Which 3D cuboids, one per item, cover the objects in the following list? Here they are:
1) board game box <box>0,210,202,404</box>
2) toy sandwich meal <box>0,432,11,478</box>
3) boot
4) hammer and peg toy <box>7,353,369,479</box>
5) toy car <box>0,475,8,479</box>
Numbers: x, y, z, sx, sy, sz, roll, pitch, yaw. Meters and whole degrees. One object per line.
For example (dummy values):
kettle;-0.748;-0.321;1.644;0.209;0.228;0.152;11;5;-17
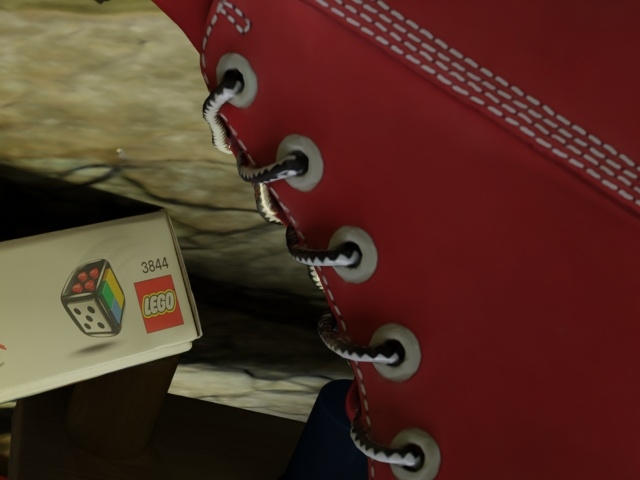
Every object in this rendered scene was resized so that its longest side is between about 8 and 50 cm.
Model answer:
board game box;-0.212;0.056;0.612;0.193;0.053;0.305;-17;178;42
toy sandwich meal;-0.128;0.106;0.965;0.085;0.029;0.085;8;152;4
boot;0.000;0.000;0.336;0.244;0.176;0.088;24;178;10
hammer and peg toy;0.053;0.163;0.756;0.361;0.266;0.127;13;120;-15
toy car;-0.258;0.183;0.955;0.238;0.210;0.219;17;144;34
